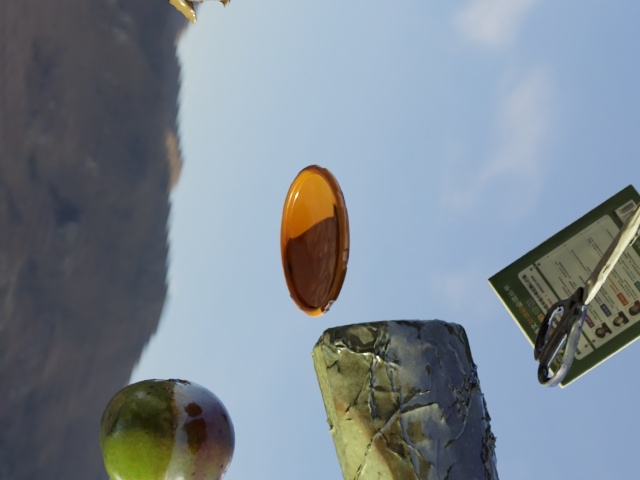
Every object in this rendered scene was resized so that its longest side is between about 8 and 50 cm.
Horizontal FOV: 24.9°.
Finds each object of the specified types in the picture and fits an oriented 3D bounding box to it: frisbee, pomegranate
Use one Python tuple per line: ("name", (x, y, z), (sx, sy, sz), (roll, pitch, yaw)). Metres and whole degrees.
("frisbee", (0.000, 0.000, 1.824), (0.192, 0.035, 0.192), (179, -90, -65))
("pomegranate", (-0.201, 0.279, 1.848), (0.180, 0.180, 0.209), (-138, -123, -77))

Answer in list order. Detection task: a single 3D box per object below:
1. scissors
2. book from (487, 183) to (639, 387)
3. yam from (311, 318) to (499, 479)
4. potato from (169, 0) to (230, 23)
("scissors", (0.330, 0.059, 1.766), (0.109, 0.022, 0.300), (-90, -161, -48))
("book", (0.416, 0.068, 2.181), (0.264, 0.202, 0.027), (-34, 167, 2))
("yam", (0.107, 0.232, 1.705), (0.202, 0.201, 0.271), (124, -41, -80))
("potato", (-0.165, -0.331, 1.081), (0.289, 0.237, 0.300), (21, -77, 38))
